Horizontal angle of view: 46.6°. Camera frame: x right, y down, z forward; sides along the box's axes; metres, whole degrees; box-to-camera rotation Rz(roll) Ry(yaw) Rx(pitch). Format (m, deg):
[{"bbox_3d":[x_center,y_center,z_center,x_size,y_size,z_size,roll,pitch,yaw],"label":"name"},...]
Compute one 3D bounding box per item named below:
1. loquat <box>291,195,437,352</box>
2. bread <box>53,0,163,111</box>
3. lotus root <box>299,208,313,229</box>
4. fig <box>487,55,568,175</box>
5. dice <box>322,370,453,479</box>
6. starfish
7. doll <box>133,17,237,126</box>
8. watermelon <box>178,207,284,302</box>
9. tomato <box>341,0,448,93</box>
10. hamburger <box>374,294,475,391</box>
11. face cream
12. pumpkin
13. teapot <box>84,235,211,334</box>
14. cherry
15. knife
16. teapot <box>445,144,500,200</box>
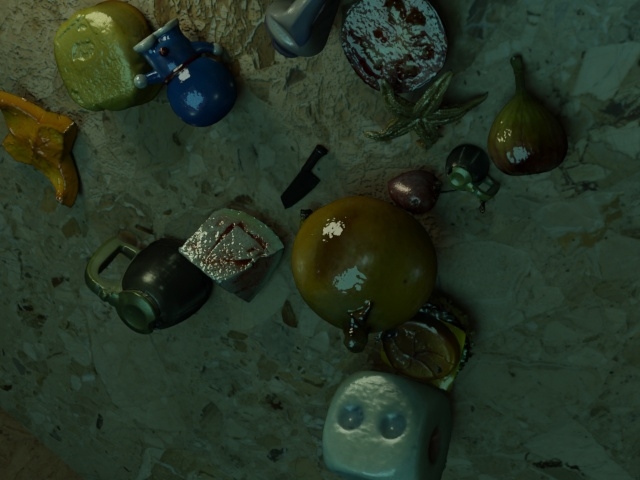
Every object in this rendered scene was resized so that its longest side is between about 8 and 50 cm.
[{"bbox_3d":[0.097,0.078,1.662,0.328,0.360,0.328,4,153,2],"label":"loquat"},{"bbox_3d":[-0.514,-0.443,1.813,0.269,0.148,0.270,7,115,17],"label":"bread"},{"bbox_3d":[0.000,0.000,1.862,0.108,0.094,0.191,-23,100,14],"label":"lotus root"},{"bbox_3d":[0.389,-0.231,1.474,0.143,0.160,0.231,-39,76,47],"label":"fig"},{"bbox_3d":[0.175,0.499,1.915,0.262,0.265,0.268,6,157,27],"label":"dice"},{"bbox_3d":[0.204,-0.269,1.542,0.277,0.062,0.236,-11,145,22],"label":"starfish"},{"bbox_3d":[-0.313,-0.384,1.733,0.215,0.161,0.257,-35,101,3],"label":"doll"},{"bbox_3d":[-0.244,0.065,1.962,0.213,0.201,0.262,38,135,13],"label":"watermelon"},{"bbox_3d":[0.158,-0.413,1.505,0.225,0.085,0.225,11,123,17],"label":"tomato"},{"bbox_3d":[0.257,0.238,1.839,0.261,0.139,0.243,22,126,14],"label":"hamburger"},{"bbox_3d":[0.034,-0.512,1.419,0.137,0.235,0.420,43,132,-4],"label":"face cream"},{"bbox_3d":[-0.801,-0.267,2.118,0.258,0.095,0.290,24,132,7],"label":"pumpkin"},{"bbox_3d":[-0.490,0.117,2.104,0.239,0.239,0.322,-30,102,37],"label":"teapot"},{"bbox_3d":[0.255,-0.097,1.645,0.225,0.107,0.090,15,129,17],"label":"cherry"},{"bbox_3d":[-0.039,-0.146,1.831,0.060,0.028,0.230,32,133,-10],"label":"knife"},{"bbox_3d":[0.322,-0.143,1.588,0.124,0.091,0.092,16,128,20],"label":"teapot"}]
